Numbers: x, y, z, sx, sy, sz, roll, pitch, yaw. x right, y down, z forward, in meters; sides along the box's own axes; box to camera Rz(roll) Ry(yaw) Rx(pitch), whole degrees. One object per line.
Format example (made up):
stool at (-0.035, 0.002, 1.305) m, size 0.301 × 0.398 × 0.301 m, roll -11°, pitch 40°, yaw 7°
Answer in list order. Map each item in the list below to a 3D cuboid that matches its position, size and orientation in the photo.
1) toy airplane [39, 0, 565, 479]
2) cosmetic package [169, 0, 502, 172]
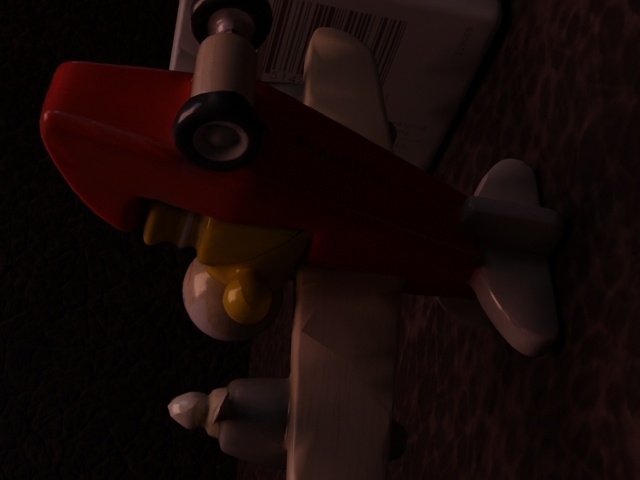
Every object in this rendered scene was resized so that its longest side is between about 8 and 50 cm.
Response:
toy airplane at (0.000, 0.000, 0.815) m, size 0.386 × 0.384 × 0.272 m, roll -26°, pitch -13°, yaw -50°
cosmetic package at (0.002, -0.310, 1.217) m, size 0.327 × 0.330 × 0.393 m, roll 110°, pitch 166°, yaw -53°
